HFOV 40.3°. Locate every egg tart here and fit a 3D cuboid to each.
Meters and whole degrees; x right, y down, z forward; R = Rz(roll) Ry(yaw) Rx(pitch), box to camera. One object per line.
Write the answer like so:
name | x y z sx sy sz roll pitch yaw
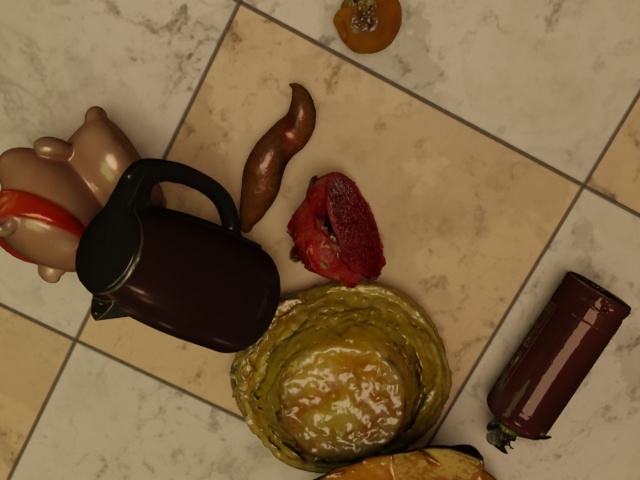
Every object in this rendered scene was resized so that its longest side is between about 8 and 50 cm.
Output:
egg tart | 0.029 0.191 1.137 0.294 0.123 0.294 -1 104 -2

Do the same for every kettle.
kettle | -0.162 0.019 1.027 0.144 0.232 0.202 17 83 38

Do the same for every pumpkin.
pumpkin | 0.106 0.330 1.127 0.258 0.290 0.095 -12 63 9

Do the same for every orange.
orange | 0.059 -0.268 1.055 0.086 0.062 0.086 -1 106 -2

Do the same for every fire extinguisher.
fire extinguisher | 0.299 0.177 1.154 0.105 0.105 0.269 28 102 -7

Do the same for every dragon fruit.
dragon fruit | 0.000 0.000 1.091 0.111 0.153 0.153 -26 103 24

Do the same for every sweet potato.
sweet potato | -0.061 -0.100 1.098 0.055 0.058 0.202 31 103 8

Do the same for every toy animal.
toy animal | -0.300 -0.047 1.055 0.198 0.171 0.171 -38 102 -13
